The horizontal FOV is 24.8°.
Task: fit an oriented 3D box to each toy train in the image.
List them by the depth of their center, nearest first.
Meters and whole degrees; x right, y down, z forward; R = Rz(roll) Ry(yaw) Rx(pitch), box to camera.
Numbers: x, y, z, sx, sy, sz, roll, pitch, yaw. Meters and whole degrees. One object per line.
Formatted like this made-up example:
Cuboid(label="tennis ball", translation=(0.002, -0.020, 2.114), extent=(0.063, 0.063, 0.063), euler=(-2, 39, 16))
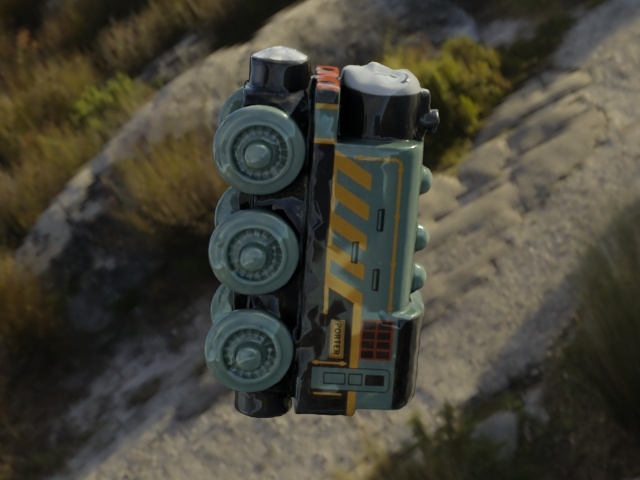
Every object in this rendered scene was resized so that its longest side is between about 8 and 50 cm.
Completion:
Cuboid(label="toy train", translation=(0.000, 0.000, 1.259), extent=(0.190, 0.334, 0.142), euler=(3, 16, -2))
